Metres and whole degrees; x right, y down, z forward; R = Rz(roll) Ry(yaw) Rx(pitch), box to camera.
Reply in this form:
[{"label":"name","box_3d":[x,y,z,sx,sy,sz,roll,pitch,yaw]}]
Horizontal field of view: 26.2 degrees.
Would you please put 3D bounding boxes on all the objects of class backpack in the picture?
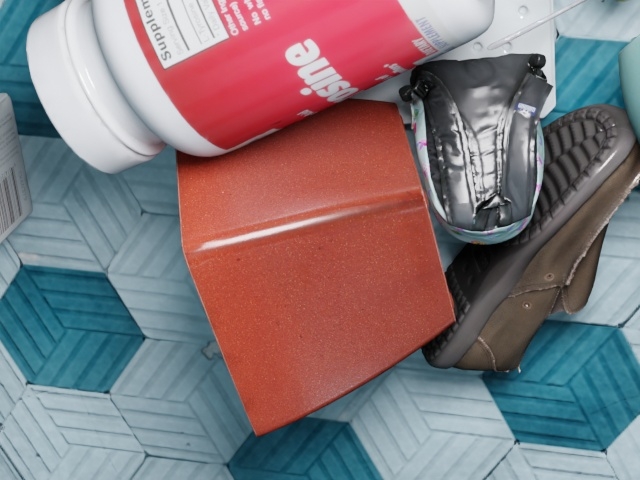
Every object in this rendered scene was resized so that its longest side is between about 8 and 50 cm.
[{"label":"backpack","box_3d":[0.166,-0.089,1.389,0.151,0.115,0.182,-7,79,11]}]

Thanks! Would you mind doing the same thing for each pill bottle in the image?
[{"label":"pill bottle","box_3d":[-0.062,-0.218,1.292,0.407,0.229,0.229,-23,106,20]}]

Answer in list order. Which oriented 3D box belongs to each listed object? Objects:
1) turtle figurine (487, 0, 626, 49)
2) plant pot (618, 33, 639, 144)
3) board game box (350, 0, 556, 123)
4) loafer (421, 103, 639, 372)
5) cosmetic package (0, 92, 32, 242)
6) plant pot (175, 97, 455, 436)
[{"label":"turtle figurine","box_3d":[0.295,-0.340,1.314,0.266,0.274,0.198,-16,83,-24]},{"label":"plant pot","box_3d":[0.427,-0.147,1.312,0.293,0.293,0.235,-40,88,22]},{"label":"board game box","box_3d":[0.044,-0.314,1.432,0.389,0.050,0.390,-1,112,11]},{"label":"loafer","box_3d":[0.246,0.006,1.501,0.130,0.134,0.366,20,126,-22]},{"label":"cosmetic package","box_3d":[-0.450,-0.071,1.569,0.183,0.151,0.152,-3,111,10]},{"label":"plant pot","box_3d":[0.000,0.000,1.440,0.235,0.267,0.267,-15,128,4]}]
